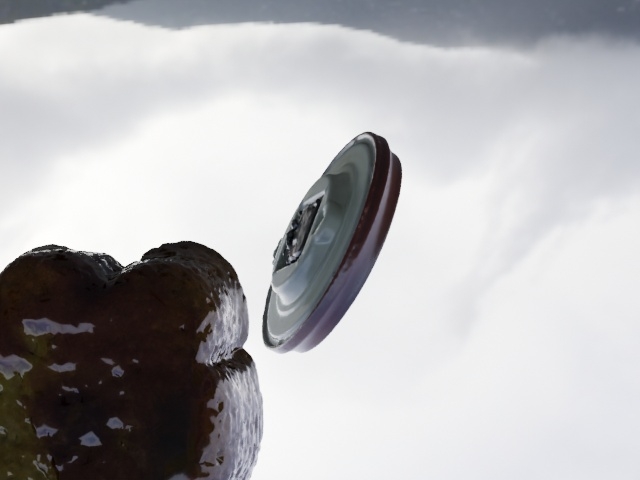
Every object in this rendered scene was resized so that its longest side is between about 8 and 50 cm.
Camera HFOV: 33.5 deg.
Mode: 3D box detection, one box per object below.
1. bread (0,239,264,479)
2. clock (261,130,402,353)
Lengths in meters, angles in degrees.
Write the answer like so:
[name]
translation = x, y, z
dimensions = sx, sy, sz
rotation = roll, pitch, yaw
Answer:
[bread]
translation = -0.158, 0.120, 0.725
dimensions = 0.232, 0.247, 0.135
rotation = -1, 174, 1
[clock]
translation = 0.000, 0.000, 1.399
dimensions = 0.080, 0.318, 0.318
rotation = 26, -163, -13
